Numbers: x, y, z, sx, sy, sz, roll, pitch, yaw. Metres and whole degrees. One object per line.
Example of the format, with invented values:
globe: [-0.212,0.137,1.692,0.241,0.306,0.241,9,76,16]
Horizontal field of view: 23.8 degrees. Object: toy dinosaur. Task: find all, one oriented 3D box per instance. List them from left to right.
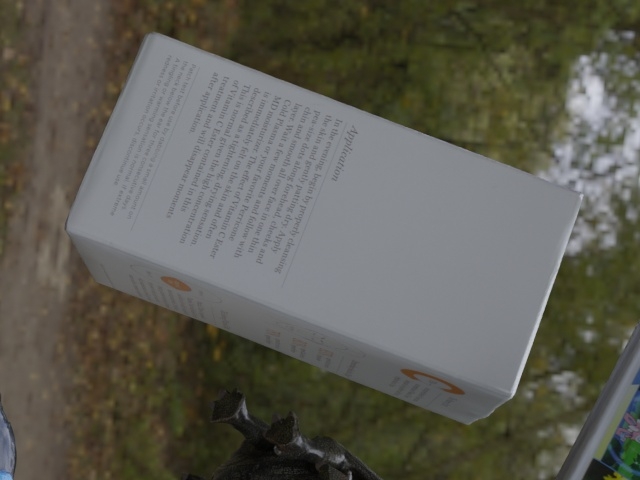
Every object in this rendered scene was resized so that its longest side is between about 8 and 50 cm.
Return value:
toy dinosaur: [-0.006,0.197,1.168,0.160,0.313,0.121,44,48,-47]

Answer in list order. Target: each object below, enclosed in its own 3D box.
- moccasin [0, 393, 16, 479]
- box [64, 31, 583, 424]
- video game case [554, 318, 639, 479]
moccasin: [-0.385,0.166,1.390,0.138,0.342,0.117,5,87,-53]
box: [0.000,0.000,1.194,0.215,0.345,0.168,103,8,-78]
video game case: [0.322,0.183,1.042,0.329,0.300,0.036,-57,177,-23]
